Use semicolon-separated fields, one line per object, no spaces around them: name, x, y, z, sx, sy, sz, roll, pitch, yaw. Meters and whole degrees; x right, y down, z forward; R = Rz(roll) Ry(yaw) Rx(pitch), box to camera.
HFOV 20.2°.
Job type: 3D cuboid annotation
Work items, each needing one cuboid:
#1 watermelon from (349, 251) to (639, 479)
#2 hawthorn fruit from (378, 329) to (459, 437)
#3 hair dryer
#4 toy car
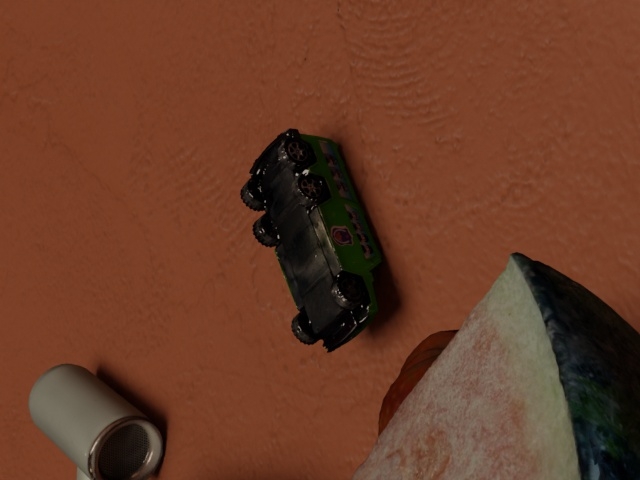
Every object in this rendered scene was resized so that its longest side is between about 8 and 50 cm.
watermelon;0.120;0.169;0.994;0.292;0.283;0.250;18;73;36
hawthorn fruit;0.120;0.154;1.128;0.162;0.162;0.203;3;114;51
hair dryer;-0.206;0.239;1.609;0.131;0.073;0.236;30;124;49
toy car;0.000;0.000;1.325;0.071;0.062;0.165;-45;58;44
